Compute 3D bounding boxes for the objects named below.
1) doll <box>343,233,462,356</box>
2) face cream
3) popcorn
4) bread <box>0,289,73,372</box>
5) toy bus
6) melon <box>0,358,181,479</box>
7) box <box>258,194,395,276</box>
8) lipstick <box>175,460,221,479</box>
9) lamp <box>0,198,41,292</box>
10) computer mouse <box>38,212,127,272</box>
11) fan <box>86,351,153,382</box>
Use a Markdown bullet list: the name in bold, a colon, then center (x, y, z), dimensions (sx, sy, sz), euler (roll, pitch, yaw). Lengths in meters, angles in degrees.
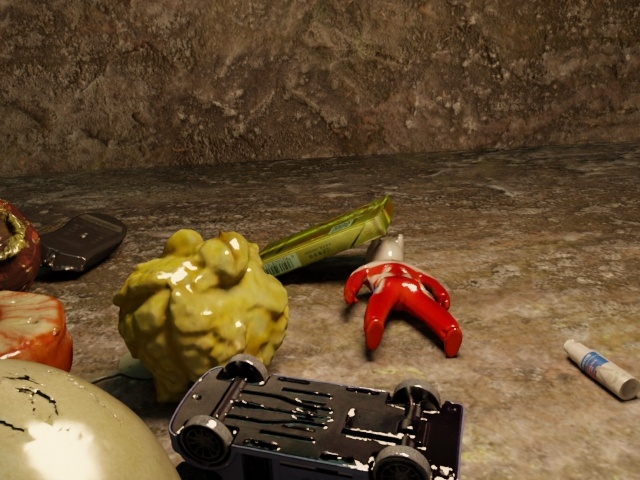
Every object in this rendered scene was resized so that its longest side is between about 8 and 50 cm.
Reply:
- **doll**: center (0.135, 0.086, 1.090), dimensions (0.188, 0.099, 0.384), euler (7, 21, -2)
- **face cream**: center (0.393, 0.178, 0.856), dimensions (0.034, 0.034, 0.130), euler (-7, 19, -13)
- **popcorn**: center (-0.166, 0.109, 0.861), dimensions (0.256, 0.255, 0.195), euler (17, -16, -30)
- **bread**: center (-0.538, 0.167, 0.888), dimensions (0.327, 0.114, 0.295), euler (-1, 17, 6)
- **toy bus**: center (-0.004, 0.218, 0.630), dimensions (0.292, 0.133, 0.125), euler (5, 25, 14)
- **melon**: center (-0.229, 0.224, 0.425), dimensions (0.330, 0.269, 0.268), euler (20, 28, 34)
- **box**: center (0.000, 0.000, 1.260), dimensions (0.311, 0.043, 0.173), euler (-22, 12, 19)
- **lipstick**: center (-0.123, 0.246, 0.699), dimensions (0.053, 0.054, 0.234), euler (3, 15, 17)
- **lamp**: center (-0.668, 0.018, 1.174), dimensions (0.246, 0.247, 0.247), euler (-2, 18, 1)
- **computer mouse**: center (-0.551, 0.019, 1.387), dimensions (0.146, 0.088, 0.264), euler (19, 22, 11)
- **fan**: center (-0.287, 0.195, 0.937), dimensions (0.175, 0.005, 0.113), euler (-14, 22, -36)
